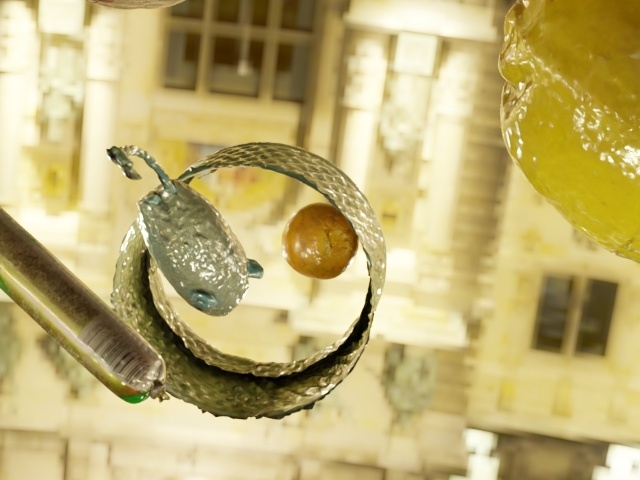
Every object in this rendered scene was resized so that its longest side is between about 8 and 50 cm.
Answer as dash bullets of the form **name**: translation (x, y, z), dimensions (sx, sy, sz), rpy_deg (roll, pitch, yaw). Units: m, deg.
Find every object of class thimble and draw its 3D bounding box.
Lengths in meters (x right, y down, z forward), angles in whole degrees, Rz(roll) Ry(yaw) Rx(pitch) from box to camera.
- **thimble**: translation (-0.065, 0.034, 1.975), dimensions (0.271, 0.271, 0.150), rpy_deg (10, -165, 6)

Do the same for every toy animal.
- **toy animal**: translation (-0.112, -0.019, 1.514), dimensions (0.079, 0.253, 0.070), rpy_deg (28, -111, 30)

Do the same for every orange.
- **orange**: translation (0.000, 0.000, 1.992), dimensions (0.083, 0.083, 0.070), rpy_deg (-5, -170, -29)

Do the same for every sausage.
- **sausage**: translation (-0.172, 0.000, 1.017), dimensions (0.269, 0.033, 0.033), rpy_deg (40, -146, 22)

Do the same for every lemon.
- **lemon**: translation (0.297, -0.117, 1.618), dimensions (0.297, 0.297, 0.297), rpy_deg (6, -159, -3)

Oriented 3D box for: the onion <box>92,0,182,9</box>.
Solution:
- **onion**: translation (-0.162, -0.362, 2.332), dimensions (0.146, 0.314, 0.280), rpy_deg (53, -175, 25)
